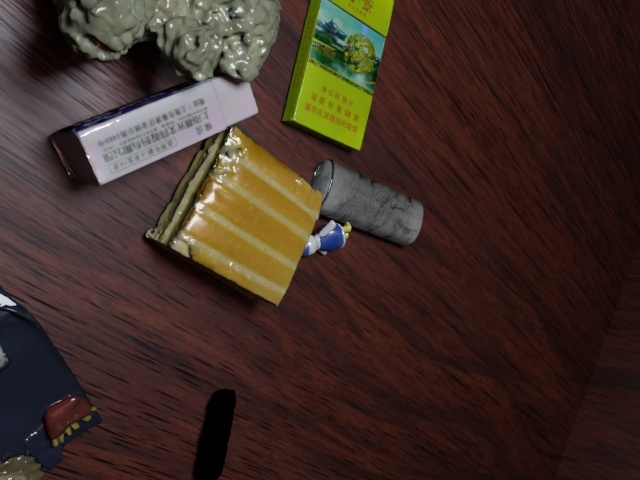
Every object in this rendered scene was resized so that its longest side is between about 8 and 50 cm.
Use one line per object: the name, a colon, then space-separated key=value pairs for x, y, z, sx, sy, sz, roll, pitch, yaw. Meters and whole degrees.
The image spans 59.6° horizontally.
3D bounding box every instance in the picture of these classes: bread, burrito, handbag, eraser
bread: x=-0.138 y=-0.044 z=0.981 sx=0.246 sy=0.111 sz=0.239 roll=34 pitch=72 yaw=-35
burrito: x=-0.194 y=0.366 z=1.034 sx=0.058 sy=0.045 sz=0.188 roll=11 pitch=91 yaw=-33
handbag: x=-0.463 y=0.240 z=0.697 sx=0.303 sy=0.122 sz=0.329 roll=-38 pitch=137 yaw=-30
eraser: x=-0.248 y=-0.181 z=0.859 sx=0.287 sy=0.130 sz=0.086 roll=-34 pitch=117 yaw=-33

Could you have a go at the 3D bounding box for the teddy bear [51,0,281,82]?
teddy bear: x=-0.200 y=-0.381 z=0.789 sx=0.368 sy=0.224 sz=0.357 roll=-6 pitch=77 yaw=-33

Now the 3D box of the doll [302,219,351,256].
doll: x=0.000 y=0.000 z=1.132 sx=0.143 sy=0.057 sz=0.098 roll=-20 pitch=146 yaw=-29

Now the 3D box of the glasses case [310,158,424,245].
glasses case: x=0.107 y=-0.074 z=1.211 sx=0.299 sy=0.060 sz=0.114 roll=19 pitch=83 yaw=-40

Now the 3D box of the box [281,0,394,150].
box: x=0.041 y=-0.369 z=1.126 sx=0.187 sy=0.047 sz=0.335 roll=16 pitch=85 yaw=-39
